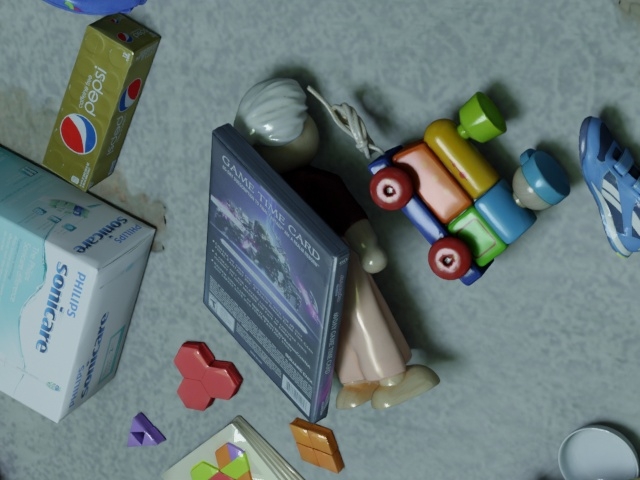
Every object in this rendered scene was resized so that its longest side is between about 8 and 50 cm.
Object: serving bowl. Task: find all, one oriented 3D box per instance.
[{"bbox_3d":[0.282,0.219,1.869,0.083,0.027,0.083,11,117,24],"label":"serving bowl"}]

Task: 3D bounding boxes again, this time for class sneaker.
[{"bbox_3d":[0.283,-0.054,1.733,0.059,0.053,0.144,-13,114,32],"label":"sneaker"}]

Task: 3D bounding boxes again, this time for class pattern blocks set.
[{"bbox_3d":[-0.080,0.292,2.092,0.325,0.026,0.285,38,124,7],"label":"pattern blocks set"}]

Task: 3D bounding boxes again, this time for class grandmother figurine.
[{"bbox_3d":[0.000,0.000,1.879,0.208,0.104,0.342,-10,105,46],"label":"grandmother figurine"}]

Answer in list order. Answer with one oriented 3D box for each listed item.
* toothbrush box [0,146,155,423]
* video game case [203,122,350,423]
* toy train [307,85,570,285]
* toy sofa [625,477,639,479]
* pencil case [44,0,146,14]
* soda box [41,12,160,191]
[{"bbox_3d":[-0.355,0.030,2.056,0.295,0.126,0.216,27,122,16],"label":"toothbrush box"},{"bbox_3d":[-0.049,0.038,1.866,0.196,0.026,0.274,46,149,28],"label":"video game case"},{"bbox_3d":[0.113,-0.093,1.780,0.143,0.105,0.248,-39,91,24],"label":"toy train"},{"bbox_3d":[0.293,0.414,1.881,0.150,0.177,0.362,-12,113,7],"label":"toy sofa"},{"bbox_3d":[-0.188,-0.357,1.800,0.133,0.119,0.306,21,121,-3],"label":"pencil case"},{"bbox_3d":[-0.231,-0.146,1.955,0.061,0.058,0.181,31,122,12],"label":"soda box"}]
